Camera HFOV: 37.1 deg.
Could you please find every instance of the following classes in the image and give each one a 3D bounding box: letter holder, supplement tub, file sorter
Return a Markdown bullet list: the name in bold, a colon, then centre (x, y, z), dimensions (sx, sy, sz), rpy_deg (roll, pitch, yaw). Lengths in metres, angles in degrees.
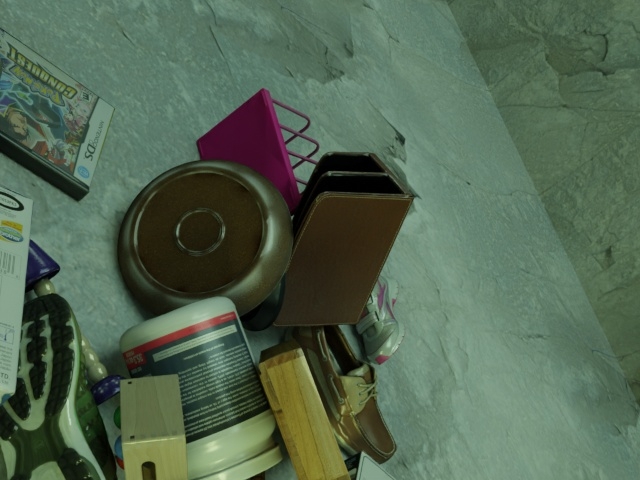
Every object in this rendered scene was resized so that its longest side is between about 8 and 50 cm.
- **letter holder**: centre (0.000, 0.000, 1.762), dimensions (0.214, 0.301, 0.152), rpy_deg (-1, 37, -33)
- **supplement tub**: centre (-0.183, 0.240, 1.485), dimensions (0.191, 0.191, 0.272), rpy_deg (-14, 82, -57)
- **file sorter**: centre (-0.096, -0.118, 1.966), dimensions (0.182, 0.202, 0.290), rpy_deg (20, 45, -48)

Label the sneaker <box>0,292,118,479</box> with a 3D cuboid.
- **sneaker**: centre (-0.359, 0.272, 1.336), dimensions (0.182, 0.158, 0.410), rpy_deg (59, 13, -61)

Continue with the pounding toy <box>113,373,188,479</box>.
- **pounding toy**: centre (-0.226, 0.318, 1.282), dimensions (0.094, 0.181, 0.206), rpy_deg (-4, 33, -11)

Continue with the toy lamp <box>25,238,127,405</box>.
- **toy lamp**: centre (-0.392, 0.123, 1.453), dimensions (0.274, 0.080, 0.080), rpy_deg (59, 31, 4)

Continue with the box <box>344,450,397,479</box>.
- **box**: centre (0.079, 0.537, 1.671), dimensions (0.169, 0.087, 0.290), rpy_deg (42, 34, -19)

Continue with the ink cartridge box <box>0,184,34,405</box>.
- **ink cartridge box**: centre (-0.540, 0.029, 1.270), dimensions (0.270, 0.151, 0.395), rpy_deg (27, 41, -37)

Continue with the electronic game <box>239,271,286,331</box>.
- **electronic game**: centre (-0.128, 0.051, 1.733), dimensions (0.048, 0.229, 0.229), rpy_deg (-6, 63, -34)

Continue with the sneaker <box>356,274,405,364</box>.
- **sneaker**: centre (0.107, 0.161, 2.073), dimensions (0.111, 0.103, 0.252), rpy_deg (31, 32, -27)

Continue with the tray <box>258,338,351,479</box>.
- **tray**: centre (-0.035, 0.271, 1.543), dimensions (0.411, 0.076, 0.202), rpy_deg (119, -50, -85)

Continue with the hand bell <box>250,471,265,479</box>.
- **hand bell**: centre (-0.103, 0.394, 1.575), dimensions (0.126, 0.126, 0.242), rpy_deg (39, 23, -24)

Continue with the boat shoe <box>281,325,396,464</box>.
- **boat shoe**: centre (0.052, 0.286, 1.847), dimensions (0.324, 0.116, 0.123), rpy_deg (55, 31, 1)

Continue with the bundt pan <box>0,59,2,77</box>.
- **bundt pan**: centre (-0.628, -0.288, 1.420), dimensions (0.331, 0.124, 0.331), rpy_deg (28, 30, -18)

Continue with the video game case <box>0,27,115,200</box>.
- **video game case**: centre (-0.503, -0.230, 1.682), dimensions (0.275, 0.035, 0.248), rpy_deg (36, 36, -28)

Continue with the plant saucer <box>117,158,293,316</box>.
- **plant saucer**: centre (-0.204, -0.008, 1.636), dimensions (0.050, 0.311, 0.310), rpy_deg (71, -2, -68)
